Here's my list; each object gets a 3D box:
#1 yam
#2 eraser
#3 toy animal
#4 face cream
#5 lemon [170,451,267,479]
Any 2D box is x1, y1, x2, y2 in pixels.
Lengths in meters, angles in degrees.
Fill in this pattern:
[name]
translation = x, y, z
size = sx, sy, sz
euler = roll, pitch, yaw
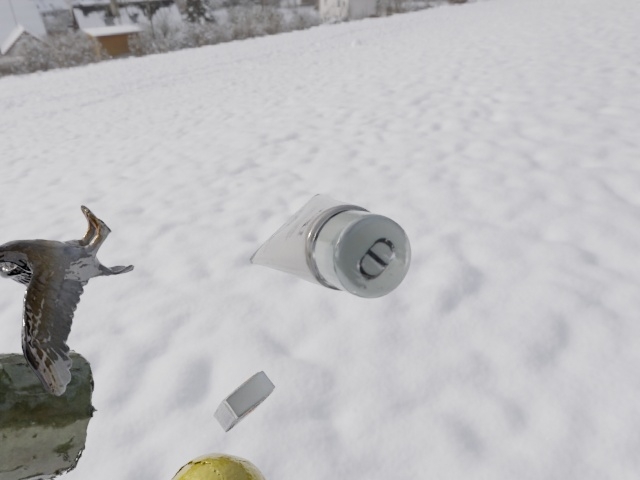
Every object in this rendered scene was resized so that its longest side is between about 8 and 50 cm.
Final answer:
[yam]
translation = -0.472, 0.239, 0.664
size = 0.300, 0.195, 0.195
euler = 10, 14, -47
[eraser]
translation = -0.086, 0.181, 0.573
size = 0.052, 0.122, 0.029
euler = -35, 78, -28
[toy animal]
translation = -0.341, 0.019, 0.632
size = 0.160, 0.197, 0.273
euler = -39, 36, -25
[face cream]
translation = 0.000, 0.000, 0.612
size = 0.143, 0.089, 0.314
euler = -47, 17, -9
[lemon]
translation = -0.250, 0.667, 1.254
size = 0.298, 0.296, 0.297
euler = -1, 30, 1
